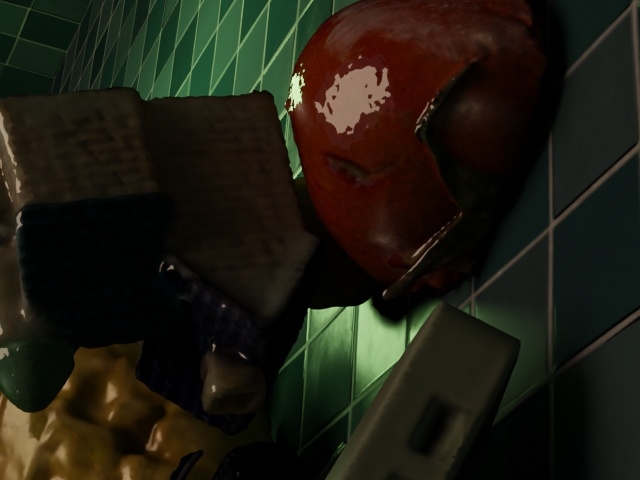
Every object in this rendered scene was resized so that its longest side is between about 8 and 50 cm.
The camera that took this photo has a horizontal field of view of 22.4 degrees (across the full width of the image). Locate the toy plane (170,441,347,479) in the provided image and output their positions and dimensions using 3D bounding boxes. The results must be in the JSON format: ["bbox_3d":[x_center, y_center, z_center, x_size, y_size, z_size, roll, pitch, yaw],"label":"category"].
[{"bbox_3d":[-0.092,0.314,1.356,0.382,0.106,0.155,-65,-25,-17],"label":"toy plane"}]

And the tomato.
[{"bbox_3d":[0.054,-0.109,1.349,0.309,0.170,0.309,-165,90,-71],"label":"tomato"}]

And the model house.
[{"bbox_3d":[-0.156,0.038,1.392,0.243,0.298,0.284,106,150,-48],"label":"model house"}]

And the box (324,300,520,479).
[{"bbox_3d":[-0.003,0.260,1.114,0.373,0.090,0.367,-55,-5,-38],"label":"box"}]

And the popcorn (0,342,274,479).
[{"bbox_3d":[-0.210,0.230,1.591,0.344,0.354,0.390,-57,19,18],"label":"popcorn"}]

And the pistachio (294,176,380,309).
[{"bbox_3d":[-0.002,-0.001,1.540,0.100,0.110,0.189,-35,30,13],"label":"pistachio"}]
